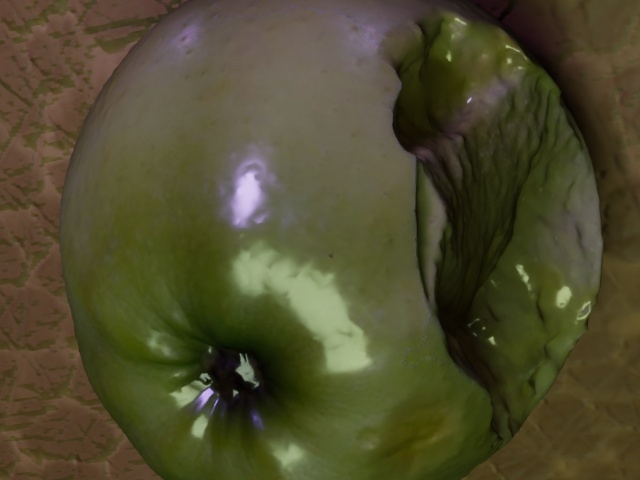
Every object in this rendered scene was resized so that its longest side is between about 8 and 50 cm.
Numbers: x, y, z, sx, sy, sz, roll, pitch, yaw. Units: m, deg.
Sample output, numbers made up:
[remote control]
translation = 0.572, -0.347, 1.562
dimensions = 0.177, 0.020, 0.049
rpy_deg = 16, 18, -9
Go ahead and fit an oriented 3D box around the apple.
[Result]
[apple]
translation = 0.000, 0.000, 0.966
dimensions = 0.279, 0.279, 0.279
rpy_deg = 8, 122, 13
